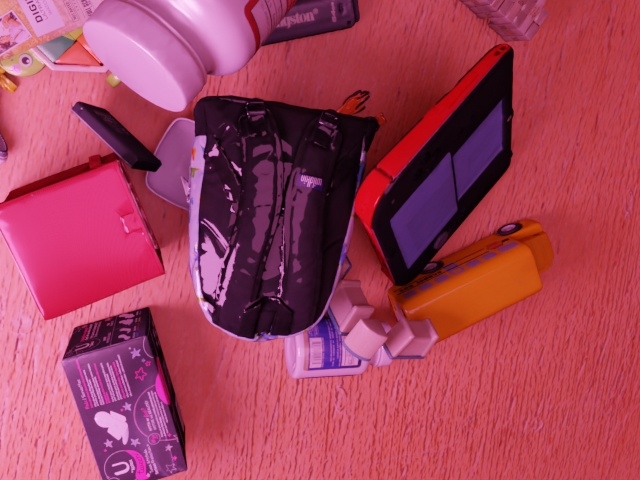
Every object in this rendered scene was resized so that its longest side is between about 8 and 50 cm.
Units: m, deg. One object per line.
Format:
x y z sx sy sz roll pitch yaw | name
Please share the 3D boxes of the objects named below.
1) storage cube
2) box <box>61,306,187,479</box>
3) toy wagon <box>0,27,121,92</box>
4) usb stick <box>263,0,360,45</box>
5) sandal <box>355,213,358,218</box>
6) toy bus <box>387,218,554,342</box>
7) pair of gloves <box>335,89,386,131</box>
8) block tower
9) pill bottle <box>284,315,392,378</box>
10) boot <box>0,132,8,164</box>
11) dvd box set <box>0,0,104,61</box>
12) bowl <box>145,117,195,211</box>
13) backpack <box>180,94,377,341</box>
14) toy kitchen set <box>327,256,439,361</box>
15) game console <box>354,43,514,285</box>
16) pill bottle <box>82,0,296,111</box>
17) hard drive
-0.371 -0.012 1.153 0.193 0.183 0.215 -22 107 -10 | storage cube
-0.325 0.264 1.235 0.142 0.163 0.248 -15 105 -9 | box
-0.386 -0.365 1.135 0.344 0.068 0.267 -45 109 -3 | toy wagon
-0.069 -0.373 1.234 0.277 0.045 0.077 -15 104 -13 | usb stick
-0.003 -0.004 1.328 0.240 0.088 0.079 -38 140 2 | sandal
0.295 0.078 1.385 0.332 0.130 0.108 -25 107 -9 | toy bus
0.073 -0.225 1.323 0.074 0.010 0.083 -38 111 -7 | pair of gloves
0.252 -0.485 1.277 0.335 0.097 0.091 34 91 -21 | block tower
0.035 0.194 1.347 0.186 0.112 0.112 0 102 -16 | pill bottle
-0.527 -0.212 1.119 0.086 0.069 0.190 -32 108 12 | boot
-0.536 -0.366 0.974 0.420 0.062 0.308 -27 128 -9 | dvd box set
-0.215 -0.125 1.242 0.142 0.053 0.142 26 93 -20 | bowl
-0.080 -0.018 1.162 0.289 0.273 0.356 4 82 -15 | backpack
0.079 0.126 1.291 0.166 0.207 0.122 5 134 -36 | toy kitchen set
0.209 -0.101 1.225 0.342 0.386 0.060 -44 66 -6 | game console
-0.145 -0.394 1.062 0.229 0.229 0.408 41 72 -19 | pill bottle
-0.319 -0.162 1.156 0.135 0.094 0.022 43 98 7 | hard drive
